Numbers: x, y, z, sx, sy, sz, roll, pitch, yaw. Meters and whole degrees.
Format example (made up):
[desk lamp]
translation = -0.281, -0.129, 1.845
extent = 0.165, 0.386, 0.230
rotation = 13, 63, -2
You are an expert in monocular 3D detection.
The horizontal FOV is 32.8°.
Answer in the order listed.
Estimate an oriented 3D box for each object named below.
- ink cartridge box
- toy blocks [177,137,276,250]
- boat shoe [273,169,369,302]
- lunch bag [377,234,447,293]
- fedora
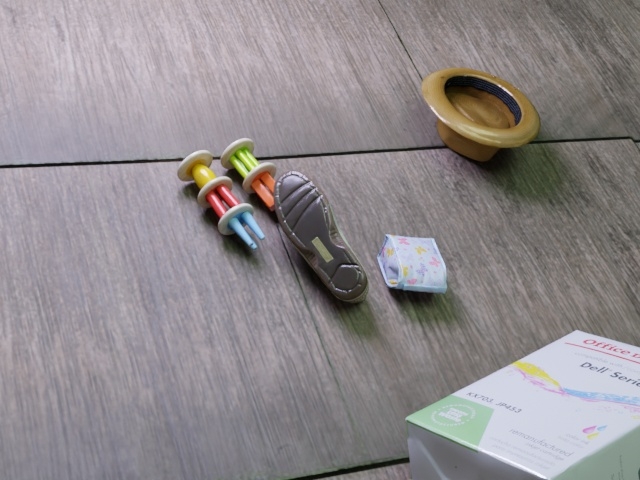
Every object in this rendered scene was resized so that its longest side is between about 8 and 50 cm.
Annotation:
[ink cartridge box]
translation = 0.291, 0.203, 1.181
extent = 0.354, 0.119, 0.207
rotation = -20, 22, -34
[toy blocks]
translation = -0.095, -0.057, 1.395
extent = 0.123, 0.054, 0.148
rotation = -20, 59, -36
[boat shoe]
translation = 0.000, 0.000, 1.368
extent = 0.068, 0.072, 0.190
rotation = -29, 70, 5
[lunch bag]
translation = 0.117, 0.037, 1.386
extent = 0.071, 0.053, 0.083
rotation = 4, 38, -20
[fedora]
translation = 0.229, -0.178, 1.608
extent = 0.194, 0.079, 0.194
rotation = 10, 40, -8
